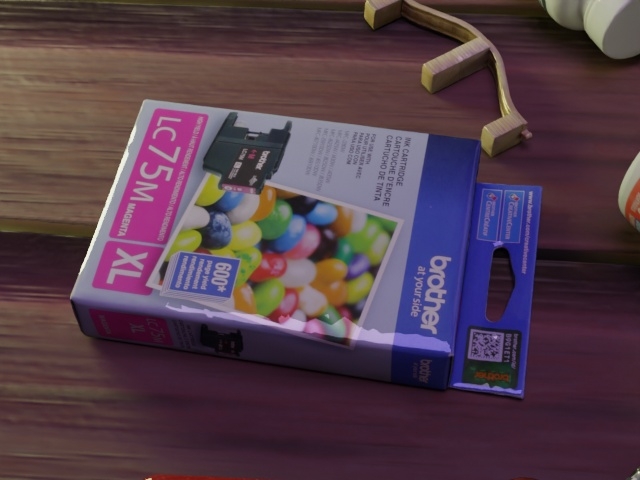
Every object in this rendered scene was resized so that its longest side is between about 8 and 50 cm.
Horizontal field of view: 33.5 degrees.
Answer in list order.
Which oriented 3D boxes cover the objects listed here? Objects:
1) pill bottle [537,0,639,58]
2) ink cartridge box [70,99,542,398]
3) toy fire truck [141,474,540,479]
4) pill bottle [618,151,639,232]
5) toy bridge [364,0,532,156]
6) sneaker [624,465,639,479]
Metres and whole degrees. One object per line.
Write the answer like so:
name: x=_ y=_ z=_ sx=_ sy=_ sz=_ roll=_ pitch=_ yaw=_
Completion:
pill bottle: x=0.219 y=-0.239 z=0.884 sx=0.108 sy=0.108 sz=0.180 roll=-22 pitch=59 yaw=-12
ink cartridge box: x=0.000 y=0.000 z=0.760 sx=0.311 sy=0.065 sz=0.185 roll=9 pitch=57 yaw=6
toy fire truck: x=0.042 y=0.237 z=0.505 sx=0.302 sy=0.169 sz=0.253 roll=1 pitch=67 yaw=3
pill bottle: x=0.314 y=0.011 z=0.702 sx=0.124 sy=0.124 sz=0.221 roll=-28 pitch=59 yaw=-16
toy bridge: x=0.113 y=-0.145 z=0.872 sx=0.063 sy=0.026 sz=0.188 roll=-28 pitch=60 yaw=-17
sneaker: x=0.165 y=0.205 z=0.611 sx=0.191 sy=0.071 sz=0.083 roll=-34 pitch=67 yaw=-19
